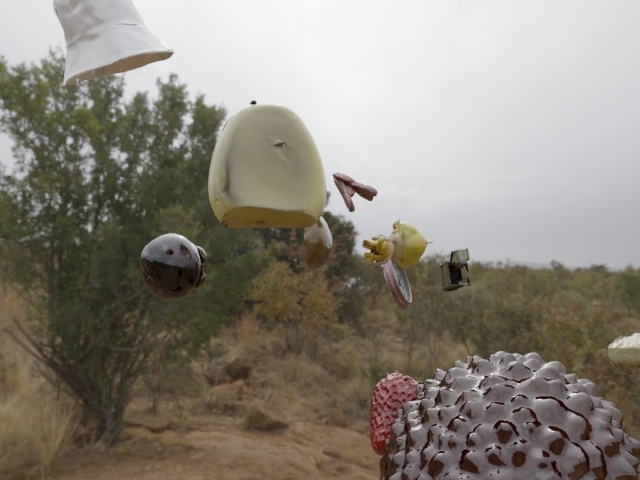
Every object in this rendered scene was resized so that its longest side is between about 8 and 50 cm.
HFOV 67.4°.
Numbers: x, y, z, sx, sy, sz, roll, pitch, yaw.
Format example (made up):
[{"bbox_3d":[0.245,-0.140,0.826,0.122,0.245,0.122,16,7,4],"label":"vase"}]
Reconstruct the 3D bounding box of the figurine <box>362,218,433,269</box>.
[{"bbox_3d":[0.231,0.017,1.437,0.246,0.157,0.131,-12,8,-39],"label":"figurine"}]

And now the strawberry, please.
[{"bbox_3d":[0.234,0.548,1.484,0.205,0.244,0.205,23,-37,19],"label":"strawberry"}]

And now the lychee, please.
[{"bbox_3d":[0.208,0.293,0.530,0.305,0.331,0.306,24,10,-4],"label":"lychee"}]

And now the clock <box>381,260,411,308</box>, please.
[{"bbox_3d":[0.303,0.157,1.944,0.056,0.245,0.244,-23,-13,20],"label":"clock"}]

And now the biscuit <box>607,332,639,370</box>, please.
[{"bbox_3d":[0.743,0.221,0.971,0.280,0.084,0.179,4,-10,-27],"label":"biscuit"}]

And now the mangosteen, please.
[{"bbox_3d":[-0.327,0.058,1.083,0.152,0.153,0.152,1,-5,0],"label":"mangosteen"}]

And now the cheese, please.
[{"bbox_3d":[-0.115,-0.177,1.078,0.259,0.316,0.128,5,-26,-19],"label":"cheese"}]

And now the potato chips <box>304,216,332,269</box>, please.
[{"bbox_3d":[0.000,-0.001,1.502,0.061,0.196,0.208,-5,-25,16],"label":"potato chips"}]

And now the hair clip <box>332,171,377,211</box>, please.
[{"bbox_3d":[0.111,-0.173,1.567,0.102,0.138,0.123,-27,-12,-6],"label":"hair clip"}]

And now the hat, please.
[{"bbox_3d":[-0.348,-0.338,0.777,0.202,0.126,0.203,-13,21,5],"label":"hat"}]

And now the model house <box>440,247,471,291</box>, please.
[{"bbox_3d":[0.284,0.062,1.017,0.057,0.084,0.058,-3,-16,-8],"label":"model house"}]
